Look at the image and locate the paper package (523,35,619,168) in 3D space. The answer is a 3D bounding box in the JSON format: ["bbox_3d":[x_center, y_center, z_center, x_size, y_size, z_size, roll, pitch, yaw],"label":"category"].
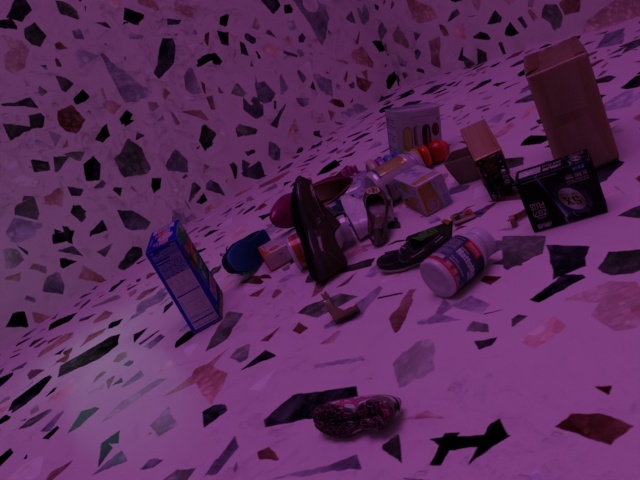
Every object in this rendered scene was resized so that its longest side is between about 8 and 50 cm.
[{"bbox_3d":[0.722,-0.393,1.839,0.168,0.325,0.309,-19,19,23],"label":"paper package"}]

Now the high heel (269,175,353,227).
[{"bbox_3d":[-0.035,-0.162,2.407,0.181,0.127,0.377,-25,9,42],"label":"high heel"}]

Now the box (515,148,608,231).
[{"bbox_3d":[0.593,-0.121,1.560,0.180,0.147,0.077,-17,21,27],"label":"box"}]

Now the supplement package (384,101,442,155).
[{"bbox_3d":[0.383,-0.449,2.596,0.194,0.203,0.149,-11,17,-6],"label":"supplement package"}]

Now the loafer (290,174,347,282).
[{"bbox_3d":[-0.005,-0.042,2.020,0.130,0.366,0.134,-9,-21,-16],"label":"loafer"}]

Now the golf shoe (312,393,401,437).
[{"bbox_3d":[0.070,0.335,1.215,0.186,0.068,0.086,-16,-5,34],"label":"golf shoe"}]

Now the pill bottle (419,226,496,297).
[{"bbox_3d":[0.338,0.046,1.530,0.180,0.108,0.108,-36,20,-24],"label":"pill bottle"}]

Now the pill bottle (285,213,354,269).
[{"bbox_3d":[0.000,0.000,2.123,0.216,0.121,0.121,-27,18,3],"label":"pill bottle"}]

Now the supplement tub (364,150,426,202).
[{"bbox_3d":[0.277,-0.229,2.315,0.199,0.144,0.144,-31,18,-11],"label":"supplement tub"}]

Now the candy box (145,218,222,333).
[{"bbox_3d":[-0.454,0.116,2.139,0.122,0.317,0.268,-27,19,-2],"label":"candy box"}]

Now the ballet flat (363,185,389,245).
[{"bbox_3d":[0.180,-0.093,2.055,0.084,0.058,0.250,-9,50,13],"label":"ballet flat"}]

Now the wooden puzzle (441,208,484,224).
[{"bbox_3d":[0.421,-0.073,1.879,0.116,0.014,0.078,-22,18,1],"label":"wooden puzzle"}]

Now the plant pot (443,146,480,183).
[{"bbox_3d":[0.497,-0.256,2.150,0.108,0.096,0.109,-15,22,33],"label":"plant pot"}]

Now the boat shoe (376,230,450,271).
[{"bbox_3d":[0.253,0.029,1.747,0.233,0.079,0.084,-16,27,33],"label":"boat shoe"}]

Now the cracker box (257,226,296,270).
[{"bbox_3d":[-0.108,0.014,2.329,0.232,0.067,0.156,-30,17,-5],"label":"cracker box"}]

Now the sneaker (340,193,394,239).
[{"bbox_3d":[0.172,-0.109,2.222,0.169,0.108,0.293,-26,28,1],"label":"sneaker"}]

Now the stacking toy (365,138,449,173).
[{"bbox_3d":[0.350,-0.304,2.474,0.330,0.141,0.141,-22,17,-4],"label":"stacking toy"}]

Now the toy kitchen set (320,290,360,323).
[{"bbox_3d":[0.054,0.170,1.676,0.075,0.083,0.068,-28,-24,-1],"label":"toy kitchen set"}]

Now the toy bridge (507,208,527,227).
[{"bbox_3d":[0.586,-0.086,1.670,0.188,0.026,0.063,-21,16,20],"label":"toy bridge"}]

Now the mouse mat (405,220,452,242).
[{"bbox_3d":[0.314,0.003,1.850,0.152,0.007,0.190,-21,18,21],"label":"mouse mat"}]

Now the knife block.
[{"bbox_3d":[0.509,-0.258,1.926,0.088,0.276,0.242,-23,-11,13],"label":"knife block"}]

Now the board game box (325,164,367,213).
[{"bbox_3d":[0.119,-0.230,2.702,0.390,0.050,0.389,-38,20,-29],"label":"board game box"}]

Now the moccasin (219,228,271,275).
[{"bbox_3d":[-0.291,0.062,2.408,0.116,0.138,0.342,-24,4,24],"label":"moccasin"}]

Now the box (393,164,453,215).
[{"bbox_3d":[0.340,-0.170,2.110,0.103,0.114,0.203,-28,18,-6],"label":"box"}]
